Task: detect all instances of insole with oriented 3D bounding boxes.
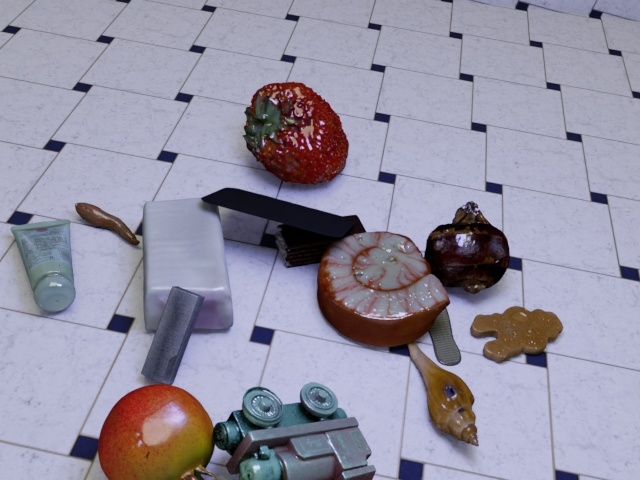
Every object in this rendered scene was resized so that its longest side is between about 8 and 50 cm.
[{"bbox_3d":[0.291,0.210,1.879,0.086,0.005,0.253,-4,44,-12],"label":"insole"}]

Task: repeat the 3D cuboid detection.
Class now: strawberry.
[{"bbox_3d":[-0.052,-0.298,2.232,0.351,0.267,0.312,4,62,-50],"label":"strawberry"}]

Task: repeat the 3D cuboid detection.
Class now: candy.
[{"bbox_3d":[-0.329,0.055,1.847,0.208,0.145,0.358,-2,42,-11],"label":"candy"}]

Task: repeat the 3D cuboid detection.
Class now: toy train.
[{"bbox_3d":[-0.053,0.404,1.471,0.304,0.150,0.221,2,43,-36],"label":"toy train"}]

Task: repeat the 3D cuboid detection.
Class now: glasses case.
[{"bbox_3d":[-0.325,0.207,1.656,0.071,0.205,0.047,20,0,12],"label":"glasses case"}]

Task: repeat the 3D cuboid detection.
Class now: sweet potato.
[{"bbox_3d":[-0.555,-0.043,1.994,0.214,0.050,0.050,28,45,12],"label":"sweet potato"}]

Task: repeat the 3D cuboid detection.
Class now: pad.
[{"bbox_3d":[-0.101,-0.059,1.986,0.375,0.063,0.315,16,16,10],"label":"pad"}]

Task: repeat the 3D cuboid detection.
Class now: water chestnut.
[{"bbox_3d":[0.371,0.016,1.950,0.224,0.238,0.223,0,0,0],"label":"water chestnut"}]

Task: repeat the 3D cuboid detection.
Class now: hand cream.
[{"bbox_3d":[-0.666,0.046,1.843,0.147,0.093,0.306,-9,43,-21],"label":"hand cream"}]

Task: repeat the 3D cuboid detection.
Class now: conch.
[{"bbox_3d":[0.272,0.327,1.682,0.109,0.093,0.330,-21,45,-6],"label":"conch"}]

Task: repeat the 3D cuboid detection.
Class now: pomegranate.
[{"bbox_3d":[-0.298,0.394,1.438,0.257,0.221,0.221,41,51,22],"label":"pomegranate"}]

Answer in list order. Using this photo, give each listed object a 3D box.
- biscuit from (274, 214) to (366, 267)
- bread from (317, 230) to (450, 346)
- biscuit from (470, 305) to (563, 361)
[{"bbox_3d":[0.000,0.000,2.016,0.252,0.070,0.106,-9,44,-18],"label":"biscuit"},{"bbox_3d":[0.139,0.111,1.873,0.295,0.114,0.327,-10,42,-13],"label":"bread"},{"bbox_3d":[0.490,0.224,1.874,0.236,0.040,0.144,-8,51,-20],"label":"biscuit"}]
